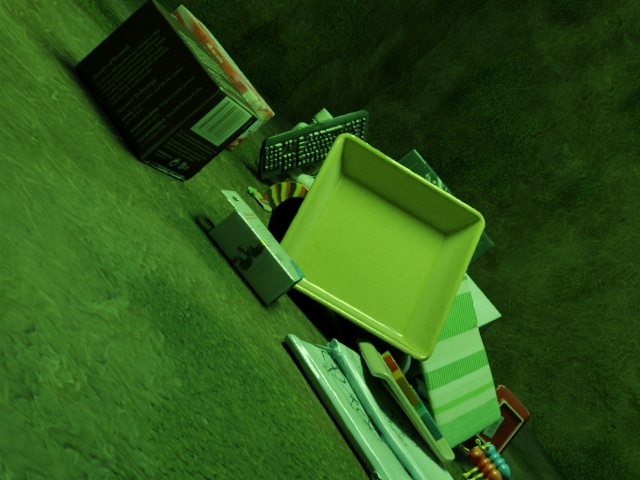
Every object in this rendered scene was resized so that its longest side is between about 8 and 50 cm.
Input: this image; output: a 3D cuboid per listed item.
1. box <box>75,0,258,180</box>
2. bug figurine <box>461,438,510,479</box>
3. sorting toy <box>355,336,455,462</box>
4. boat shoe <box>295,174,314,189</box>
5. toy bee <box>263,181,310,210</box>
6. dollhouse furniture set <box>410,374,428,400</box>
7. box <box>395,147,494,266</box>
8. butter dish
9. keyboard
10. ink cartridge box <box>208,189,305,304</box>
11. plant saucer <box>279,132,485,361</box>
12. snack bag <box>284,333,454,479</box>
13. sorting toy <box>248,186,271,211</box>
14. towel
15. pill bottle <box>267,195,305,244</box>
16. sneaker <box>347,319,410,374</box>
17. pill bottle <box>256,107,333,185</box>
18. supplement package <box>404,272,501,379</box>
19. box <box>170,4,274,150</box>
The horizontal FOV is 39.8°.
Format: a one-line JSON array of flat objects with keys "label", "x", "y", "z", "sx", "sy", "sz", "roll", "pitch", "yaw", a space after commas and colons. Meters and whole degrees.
[{"label": "box", "x": -0.240, "y": -0.234, "z": 1.409, "sx": 0.203, "sy": 0.167, "sz": 0.168, "roll": 52, "pitch": 8, "yaw": 17}, {"label": "bug figurine", "x": 0.377, "y": 0.500, "z": 1.809, "sx": 0.216, "sy": 0.072, "sz": 0.279, "roll": 53, "pitch": 8, "yaw": 18}, {"label": "sorting toy", "x": 0.147, "y": 0.263, "z": 1.506, "sx": 0.208, "sy": 0.038, "sz": 0.193, "roll": 52, "pitch": 2, "yaw": -13}, {"label": "boat shoe", "x": -0.029, "y": -0.102, "z": 2.217, "sx": 0.088, "sy": 0.096, "sz": 0.267, "roll": 40, "pitch": -4, "yaw": 8}, {"label": "toy bee", "x": 0.019, "y": -0.041, "z": 2.014, "sx": 0.298, "sy": 0.162, "sz": 0.195, "roll": 47, "pitch": 5, "yaw": -22}, {"label": "dollhouse furniture set", "x": 0.228, "y": 0.294, "z": 1.991, "sx": 0.076, "sy": 0.058, "sz": 0.152, "roll": 44, "pitch": 9, "yaw": -36}, {"label": "box", "x": 0.202, "y": -0.008, "z": 2.230, "sx": 0.312, "sy": 0.343, "sz": 0.179, "roll": 49, "pitch": 8, "yaw": -2}, {"label": "butter dish", "x": 0.374, "y": 0.406, "z": 2.033, "sx": 0.160, "sy": 0.160, "sz": 0.118, "roll": 45, "pitch": -8, "yaw": -36}, {"label": "keyboard", "x": -0.017, "y": -0.209, "z": 2.218, "sx": 0.033, "sy": 0.317, "sz": 0.202, "roll": 49, "pitch": -34, "yaw": 35}, {"label": "ink cartridge box", "x": -0.110, "y": 0.009, "z": 1.390, "sx": 0.181, "sy": 0.061, "sz": 0.104, "roll": 51, "pitch": 7, "yaw": 4}, {"label": "plant saucer", "x": 0.102, "y": 0.016, "z": 1.641, "sx": 0.332, "sy": 0.333, "sz": 0.081, "roll": 31, "pitch": -26, "yaw": -7}, {"label": "snack bag", "x": 0.091, "y": 0.280, "z": 1.347, "sx": 0.323, "sy": 0.037, "sz": 0.342, "roll": 55, "pitch": 9, "yaw": 28}, {"label": "sorting toy", "x": -0.134, "y": -0.093, "z": 1.933, "sx": 0.062, "sy": 0.012, "sz": 0.083, "roll": 52, "pitch": 7, "yaw": 12}, {"label": "towel", "x": 0.262, "y": 0.234, "z": 1.786, "sx": 0.248, "sy": 0.038, "sz": 0.325, "roll": -9, "pitch": 84, "yaw": -52}, {"label": "pill bottle", "x": 0.000, "y": 0.000, "z": 1.783, "sx": 0.219, "sy": 0.123, "sz": 0.123, "roll": 30, "pitch": 21, "yaw": -54}, {"label": "sneaker", "x": 0.126, "y": 0.189, "z": 1.759, "sx": 0.153, "sy": 0.099, "sz": 0.282, "roll": 41, "pitch": 9, "yaw": -42}, {"label": "pill bottle", "x": -0.044, "y": -0.233, "z": 2.314, "sx": 0.131, "sy": 0.229, "sz": 0.131, "roll": 49, "pitch": 8, "yaw": -9}, {"label": "supplement package", "x": 0.240, "y": 0.163, "z": 1.986, "sx": 0.262, "sy": 0.145, "sz": 0.204, "roll": -15, "pitch": 61, "yaw": -50}, {"label": "box", "x": -0.263, "y": -0.373, "z": 2.049, "sx": 0.300, "sy": 0.142, "sz": 0.154, "roll": 52, "pitch": 8, "yaw": 13}]
